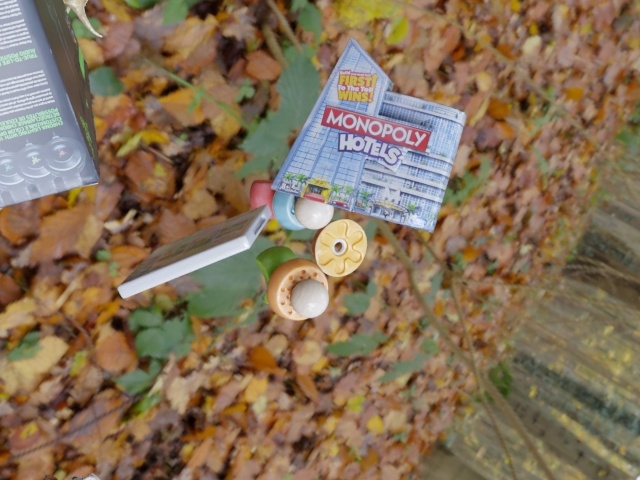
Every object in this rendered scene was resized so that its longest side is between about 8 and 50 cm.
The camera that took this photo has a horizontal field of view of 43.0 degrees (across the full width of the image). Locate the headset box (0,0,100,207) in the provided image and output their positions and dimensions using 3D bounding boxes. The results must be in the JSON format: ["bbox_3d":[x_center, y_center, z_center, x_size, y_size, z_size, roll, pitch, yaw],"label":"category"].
[{"bbox_3d":[-0.283,-0.188,0.660,0.131,0.246,0.283,-16,127,-8],"label":"headset box"}]

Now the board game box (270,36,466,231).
[{"bbox_3d":[0.062,-0.127,0.948,0.060,0.194,0.194,-5,110,-78],"label":"board game box"}]

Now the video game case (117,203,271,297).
[{"bbox_3d":[-0.140,0.010,0.931,0.157,0.019,0.143,-21,-167,12],"label":"video game case"}]

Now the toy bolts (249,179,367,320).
[{"bbox_3d":[0.000,0.000,1.297,0.218,0.158,0.228,-20,112,-22],"label":"toy bolts"}]

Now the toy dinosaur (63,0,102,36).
[{"bbox_3d":[-0.574,-0.552,1.877,0.053,0.093,0.183,-64,140,-75],"label":"toy dinosaur"}]

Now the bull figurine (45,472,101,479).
[{"bbox_3d":[-0.470,0.435,1.184,0.311,0.101,0.188,-16,-175,-12],"label":"bull figurine"}]
